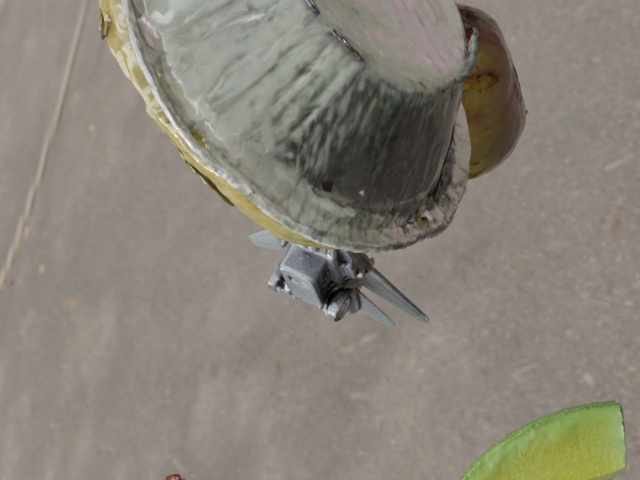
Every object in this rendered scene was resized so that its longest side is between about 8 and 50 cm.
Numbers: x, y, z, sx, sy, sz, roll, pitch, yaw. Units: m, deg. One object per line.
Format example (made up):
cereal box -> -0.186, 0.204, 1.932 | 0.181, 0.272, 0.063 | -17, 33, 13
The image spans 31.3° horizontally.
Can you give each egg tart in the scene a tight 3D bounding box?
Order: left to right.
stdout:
egg tart -> 0.002, -0.105, 0.569 | 0.094, 0.234, 0.234 | -33, 50, 38

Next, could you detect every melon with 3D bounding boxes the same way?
melon -> 0.289, 0.346, 1.668 | 0.196, 0.323, 0.124 | 85, 160, -59

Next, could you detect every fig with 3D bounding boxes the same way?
fig -> 0.075, -0.144, 1.331 | 0.321, 0.217, 0.217 | -21, 51, 11

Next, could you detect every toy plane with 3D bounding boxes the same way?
toy plane -> -0.006, 0.010, 1.068 | 0.088, 0.212, 0.267 | -62, -18, -11

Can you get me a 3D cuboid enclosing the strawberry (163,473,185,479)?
strawberry -> -0.073, 0.246, 0.908 | 0.152, 0.048, 0.104 | 57, 176, 0
